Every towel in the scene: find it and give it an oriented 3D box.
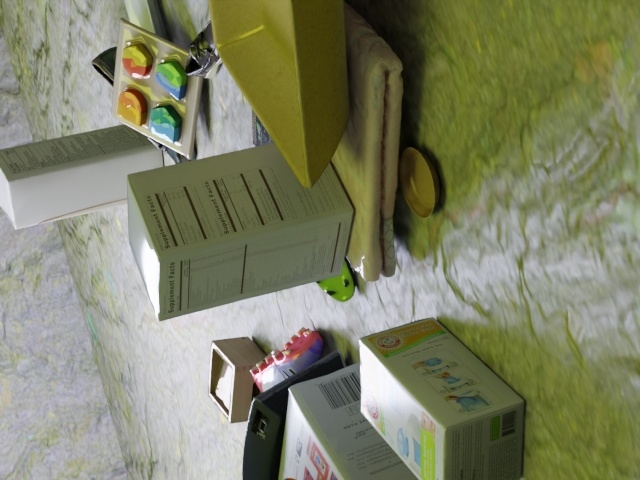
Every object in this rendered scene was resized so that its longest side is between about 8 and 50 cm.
[{"bbox_3d":[0.016,-0.159,1.554,0.332,0.053,0.317,-126,28,-48],"label":"towel"}]

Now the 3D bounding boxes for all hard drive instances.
[{"bbox_3d":[-0.032,0.283,1.835,0.054,0.172,0.254,45,146,29],"label":"hard drive"}]

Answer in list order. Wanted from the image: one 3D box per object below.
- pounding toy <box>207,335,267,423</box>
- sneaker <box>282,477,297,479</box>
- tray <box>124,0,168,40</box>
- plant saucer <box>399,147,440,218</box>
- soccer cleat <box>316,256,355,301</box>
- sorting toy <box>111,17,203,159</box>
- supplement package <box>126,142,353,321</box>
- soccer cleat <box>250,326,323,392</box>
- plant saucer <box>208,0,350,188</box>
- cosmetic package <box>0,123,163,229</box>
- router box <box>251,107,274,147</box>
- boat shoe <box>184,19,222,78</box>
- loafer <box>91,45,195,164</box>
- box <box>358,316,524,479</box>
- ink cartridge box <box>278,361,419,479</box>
[{"bbox_3d":[-0.134,0.250,2.189,0.130,0.100,0.141,39,128,56],"label":"pounding toy"},{"bbox_3d":[-0.049,0.373,1.685,0.271,0.100,0.108,-22,77,61],"label":"sneaker"},{"bbox_3d":[-0.326,-0.443,2.267,0.145,0.030,0.270,-18,87,68],"label":"tray"},{"bbox_3d":[0.116,-0.067,1.428,0.083,0.015,0.083,166,90,-69],"label":"plant saucer"},{"bbox_3d":[0.000,0.000,1.717,0.060,0.072,0.179,-32,91,28],"label":"soccer cleat"},{"bbox_3d":[-0.288,-0.259,2.149,0.208,0.038,0.193,31,128,27],"label":"sorting toy"},{"bbox_3d":[-0.102,-0.017,1.531,0.139,0.244,0.134,100,151,-51],"label":"supplement package"},{"bbox_3d":[-0.036,0.201,1.928,0.095,0.083,0.248,49,154,-1],"label":"soccer cleat"},{"bbox_3d":[-0.051,-0.282,1.419,0.333,0.081,0.332,-122,19,-44],"label":"plant saucer"},{"bbox_3d":[-0.477,-0.132,2.468,0.160,0.309,0.113,-136,37,-54],"label":"cosmetic package"},{"bbox_3d":[-0.058,-0.156,1.635,0.092,0.038,0.122,-123,27,-46],"label":"router box"},{"bbox_3d":[-0.181,-0.298,1.971,0.152,0.049,0.056,119,132,-61],"label":"boat shoe"},{"bbox_3d":[-0.324,-0.238,2.273,0.267,0.084,0.096,58,158,15],"label":"loafer"},{"bbox_3d":[0.134,0.191,1.433,0.203,0.103,0.114,-135,37,-53],"label":"box"},{"bbox_3d":[0.058,0.371,1.711,0.272,0.130,0.309,56,153,35],"label":"ink cartridge box"}]
